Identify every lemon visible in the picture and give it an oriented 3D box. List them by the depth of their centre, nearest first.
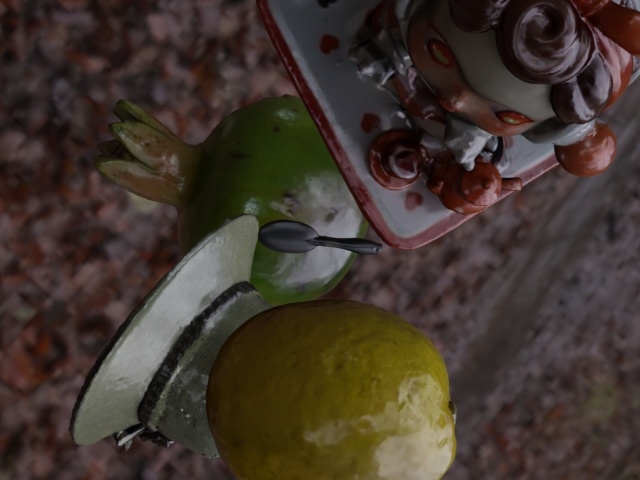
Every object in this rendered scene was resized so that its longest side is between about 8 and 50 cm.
[{"bbox_3d":[0.006,0.127,1.213,0.170,0.207,0.170,5,90,-70],"label":"lemon"}]

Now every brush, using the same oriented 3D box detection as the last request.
[{"bbox_3d":[0.000,0.000,1.036,0.008,0.083,0.024,-104,-158,-65],"label":"brush"}]

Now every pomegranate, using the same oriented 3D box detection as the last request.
[{"bbox_3d":[-0.093,-0.052,1.681,0.236,0.302,0.236,-163,-90,-75],"label":"pomegranate"}]

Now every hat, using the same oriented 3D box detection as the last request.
[{"bbox_3d":[-0.090,0.114,1.387,0.257,0.130,0.257,-50,168,-14],"label":"hat"}]

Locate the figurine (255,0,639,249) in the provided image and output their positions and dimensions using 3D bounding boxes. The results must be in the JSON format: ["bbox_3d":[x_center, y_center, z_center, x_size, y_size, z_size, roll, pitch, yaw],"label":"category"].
[{"bbox_3d":[0.100,-0.107,0.819,0.160,0.183,0.226,-31,-172,-18],"label":"figurine"}]
